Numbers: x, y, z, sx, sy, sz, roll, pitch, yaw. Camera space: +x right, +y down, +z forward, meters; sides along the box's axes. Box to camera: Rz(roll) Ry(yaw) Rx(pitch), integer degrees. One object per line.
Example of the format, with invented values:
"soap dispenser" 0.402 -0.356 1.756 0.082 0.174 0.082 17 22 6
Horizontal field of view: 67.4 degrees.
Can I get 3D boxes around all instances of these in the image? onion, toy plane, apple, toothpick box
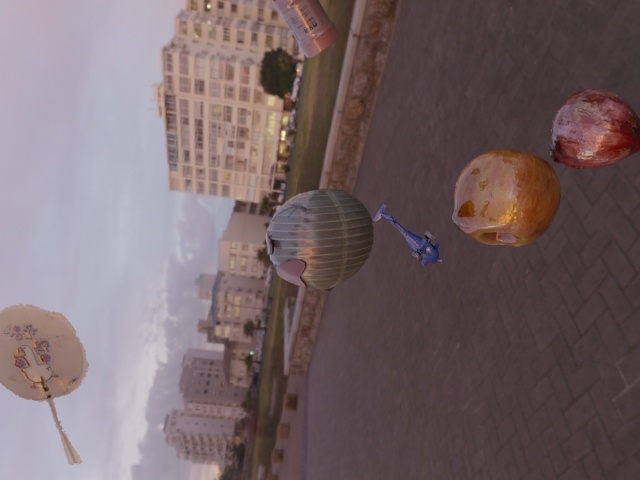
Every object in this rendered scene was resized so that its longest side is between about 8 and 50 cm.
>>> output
"onion" 0.559 -0.215 0.945 0.159 0.195 0.159 -35 -46 -46
"toy plane" 0.163 -0.004 0.870 0.054 0.167 0.062 -55 32 -5
"apple" 0.386 -0.087 1.003 0.211 0.211 0.187 124 160 -79
"toothpick box" -0.033 -0.529 1.142 0.149 0.098 0.098 52 -159 -29

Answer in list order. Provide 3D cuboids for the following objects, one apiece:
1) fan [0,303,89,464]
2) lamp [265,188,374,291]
"fan" -0.614 0.330 1.072 0.012 0.233 0.414 -83 -15 -73
"lamp" 0.000 0.000 1.067 0.265 0.233 0.233 -14 -66 -67
